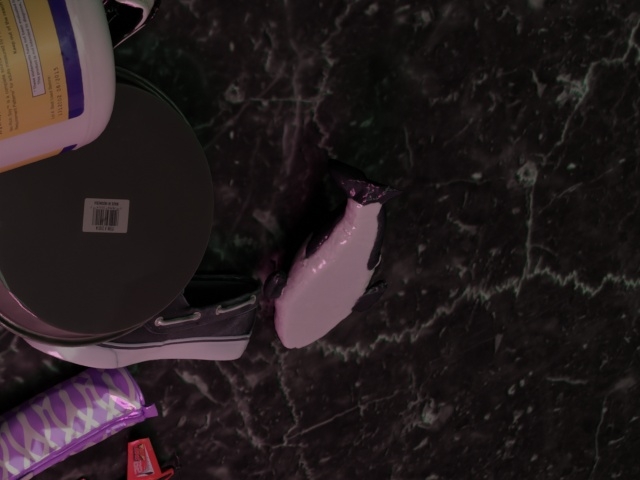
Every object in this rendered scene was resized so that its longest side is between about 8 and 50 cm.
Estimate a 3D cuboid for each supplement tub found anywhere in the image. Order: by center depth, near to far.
[{"bbox_3d":[-0.360,-0.148,1.212,0.331,0.241,0.241,-20,129,-24],"label":"supplement tub"}]

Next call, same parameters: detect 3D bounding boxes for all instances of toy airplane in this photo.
[{"bbox_3d":[-0.235,0.302,1.811,0.151,0.028,0.151,-18,126,-26],"label":"toy airplane"}]

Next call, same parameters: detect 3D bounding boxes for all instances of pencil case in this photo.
[{"bbox_3d":[-0.292,0.209,1.667,0.206,0.088,0.086,-30,134,-17],"label":"pencil case"}]

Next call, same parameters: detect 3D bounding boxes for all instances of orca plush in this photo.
[{"bbox_3d":[0.000,0.000,1.735,0.151,0.102,0.287,-8,141,-12],"label":"orca plush"}]

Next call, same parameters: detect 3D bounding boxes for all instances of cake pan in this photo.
[{"bbox_3d":[-0.228,-0.033,1.504,0.293,0.054,0.293,-6,101,-33],"label":"cake pan"}]

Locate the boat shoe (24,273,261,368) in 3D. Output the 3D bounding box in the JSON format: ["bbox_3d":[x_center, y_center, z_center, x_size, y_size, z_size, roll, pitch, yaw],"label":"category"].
[{"bbox_3d":[-0.188,0.073,1.639,0.301,0.108,0.102,4,116,-41],"label":"boat shoe"}]

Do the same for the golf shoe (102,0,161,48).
[{"bbox_3d":[-0.170,-0.251,1.444,0.198,0.094,0.077,-51,133,1],"label":"golf shoe"}]
